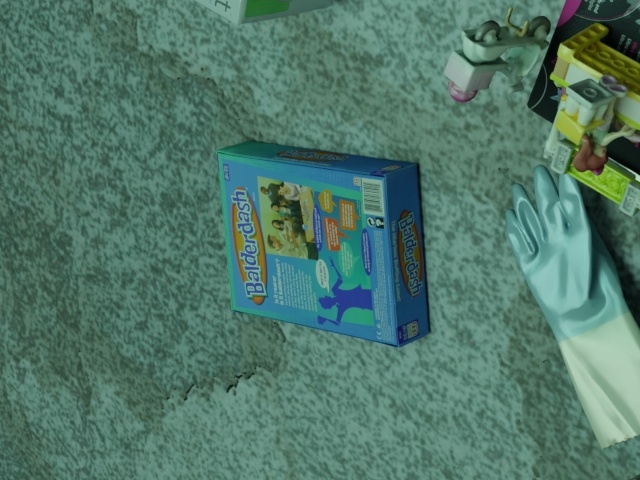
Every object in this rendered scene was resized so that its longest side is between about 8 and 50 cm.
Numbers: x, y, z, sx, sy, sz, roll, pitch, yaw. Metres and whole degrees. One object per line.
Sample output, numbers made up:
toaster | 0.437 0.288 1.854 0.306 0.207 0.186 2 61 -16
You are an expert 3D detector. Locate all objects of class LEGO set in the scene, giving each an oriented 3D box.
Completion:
LEGO set | 0.199 -0.035 1.227 0.287 0.132 0.107 53 142 39

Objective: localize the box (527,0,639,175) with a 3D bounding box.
box | 0.276 -0.177 1.306 0.142 0.163 0.247 36 127 24

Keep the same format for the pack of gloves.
pack of gloves | 0.261 0.022 1.492 0.195 0.046 0.232 -27 84 31

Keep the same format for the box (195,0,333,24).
box | -0.081 -0.351 1.622 0.231 0.127 0.262 34 125 34

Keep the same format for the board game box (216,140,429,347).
board game box | 0.000 0.000 1.723 0.210 0.047 0.160 11 112 41

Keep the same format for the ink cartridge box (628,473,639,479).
ink cartridge box | 0.295 0.274 1.310 0.197 0.270 0.198 20 117 39
